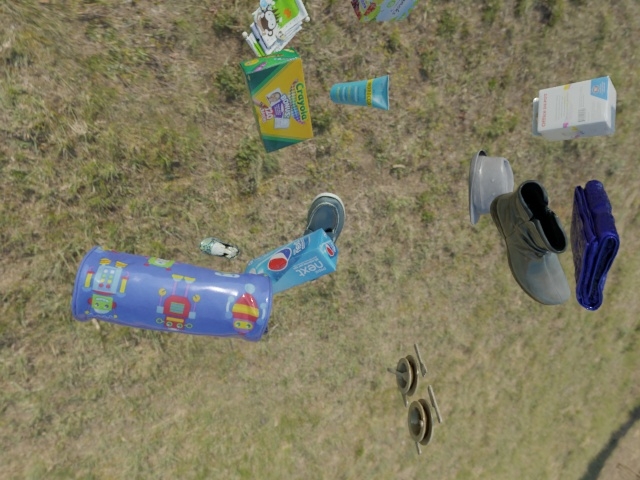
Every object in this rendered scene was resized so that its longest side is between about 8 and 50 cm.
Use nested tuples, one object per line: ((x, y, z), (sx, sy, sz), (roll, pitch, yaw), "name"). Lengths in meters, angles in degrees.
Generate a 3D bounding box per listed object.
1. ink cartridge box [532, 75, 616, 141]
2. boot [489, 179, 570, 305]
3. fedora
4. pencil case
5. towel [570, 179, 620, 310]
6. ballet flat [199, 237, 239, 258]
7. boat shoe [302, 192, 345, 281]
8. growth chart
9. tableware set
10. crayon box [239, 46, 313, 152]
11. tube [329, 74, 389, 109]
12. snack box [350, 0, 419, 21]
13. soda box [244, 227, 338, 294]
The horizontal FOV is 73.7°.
((0.526, -0.269, 0.896), (0.089, 0.143, 0.092), (7, 87, -46), "ink cartridge box")
((0.391, 0.016, 0.765), (0.083, 0.161, 0.247), (-27, 88, 5), "boot")
((0.624, -0.192, 1.549), (0.243, 0.124, 0.276), (-17, 107, -54), "fedora")
((-0.226, 0.090, 0.699), (0.305, 0.133, 0.120), (10, 104, -12), "pencil case")
((0.695, 0.001, 1.115), (0.308, 0.076, 0.228), (-55, 145, -49), "towel")
((-0.356, 0.031, 1.540), (0.070, 0.070, 0.188), (-60, 156, 7), "ballet flat")
((0.000, 0.000, 1.277), (0.116, 0.099, 0.320), (13, 136, -4), "boat shoe")
((-0.136, -0.665, 1.310), (0.237, 0.021, 0.172), (-51, 140, 0), "growth chart")
((0.186, 0.324, 0.886), (0.039, 0.194, 0.128), (8, 125, -11), "tableware set")
((-0.127, -0.420, 1.304), (0.165, 0.081, 0.279), (-21, 140, -8), "crayon box")
((0.107, -0.383, 1.115), (0.052, 0.207, 0.080), (-21, 116, -31), "tube")
((0.206, -0.679, 1.125), (0.174, 0.207, 0.070), (-18, 82, -32), "snack box")
((-0.067, 0.055, 0.926), (0.210, 0.067, 0.071), (-24, 122, 27), "soda box")
